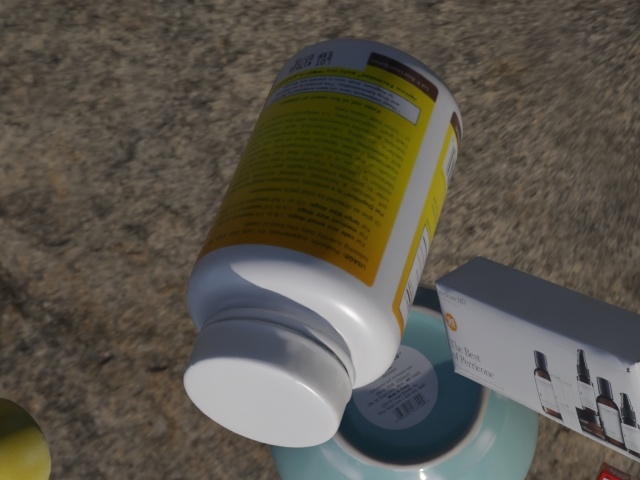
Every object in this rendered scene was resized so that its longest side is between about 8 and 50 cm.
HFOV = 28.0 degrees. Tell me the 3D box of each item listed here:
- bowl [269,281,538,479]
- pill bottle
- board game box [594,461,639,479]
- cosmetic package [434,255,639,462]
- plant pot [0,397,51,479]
[{"bbox_3d":[0.089,0.171,1.381,0.311,0.163,0.312,-1,72,2],"label":"bowl"},{"bbox_3d":[0.000,0.000,0.703,0.117,0.215,0.117,14,145,10],"label":"pill bottle"},{"bbox_3d":[0.275,0.313,1.118,0.146,0.045,0.194,23,96,12],"label":"board game box"},{"bbox_3d":[0.195,0.093,1.054,0.239,0.060,0.099,22,131,54],"label":"cosmetic package"},{"bbox_3d":[-0.421,0.278,1.608,0.134,0.095,0.134,12,113,29],"label":"plant pot"}]
